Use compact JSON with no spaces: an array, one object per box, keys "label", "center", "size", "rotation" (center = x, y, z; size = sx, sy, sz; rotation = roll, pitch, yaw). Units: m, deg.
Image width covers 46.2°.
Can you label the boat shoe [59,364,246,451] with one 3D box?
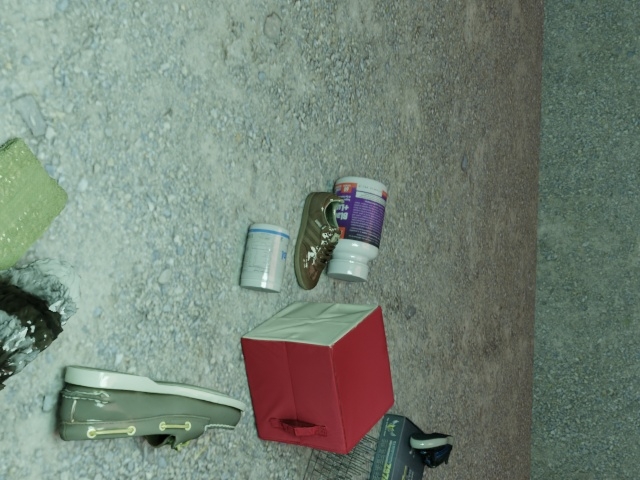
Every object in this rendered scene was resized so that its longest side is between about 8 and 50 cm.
[{"label":"boat shoe","center":[-0.219,0.234,1.012],"size":[0.305,0.109,0.091],"rotation":[26,70,-51]}]

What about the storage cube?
[{"label":"storage cube","center":[0.000,0.226,1.304],"size":[0.215,0.184,0.193],"rotation":[-31,116,-54]}]

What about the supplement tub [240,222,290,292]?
[{"label":"supplement tub","center":[-0.092,0.029,1.247],"size":[0.071,0.071,0.107],"rotation":[24,71,-58]}]

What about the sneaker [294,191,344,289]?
[{"label":"sneaker","center":[0.000,0.000,1.398],"size":[0.066,0.071,0.188],"rotation":[17,77,-59]}]

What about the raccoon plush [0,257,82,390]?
[{"label":"raccoon plush","center":[-0.427,0.056,0.636],"size":[0.446,0.216,0.299],"rotation":[-79,145,-63]}]

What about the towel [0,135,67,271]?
[{"label":"towel","center":[-0.355,-0.035,0.840],"size":[0.148,0.027,0.110],"rotation":[-62,140,-35]}]

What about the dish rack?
[{"label":"dish rack","center":[0.041,0.433,1.453],"size":[0.208,0.074,0.271],"rotation":[17,91,-60]}]

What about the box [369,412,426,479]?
[{"label":"box","center":[0.181,0.543,1.749],"size":[0.183,0.059,0.232],"rotation":[49,50,-49]}]

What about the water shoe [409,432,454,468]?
[{"label":"water shoe","center":[0.267,0.498,1.766],"size":[0.203,0.073,0.080],"rotation":[22,73,-58]}]

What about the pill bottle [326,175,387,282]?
[{"label":"pill bottle","center":[0.067,-0.020,1.475],"size":[0.108,0.108,0.193],"rotation":[30,66,-56]}]
